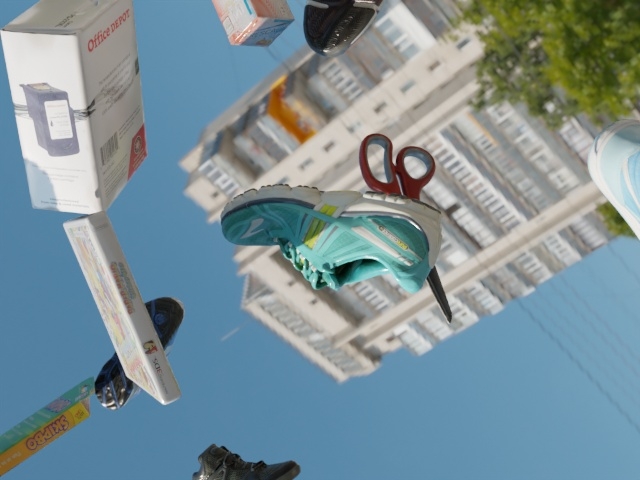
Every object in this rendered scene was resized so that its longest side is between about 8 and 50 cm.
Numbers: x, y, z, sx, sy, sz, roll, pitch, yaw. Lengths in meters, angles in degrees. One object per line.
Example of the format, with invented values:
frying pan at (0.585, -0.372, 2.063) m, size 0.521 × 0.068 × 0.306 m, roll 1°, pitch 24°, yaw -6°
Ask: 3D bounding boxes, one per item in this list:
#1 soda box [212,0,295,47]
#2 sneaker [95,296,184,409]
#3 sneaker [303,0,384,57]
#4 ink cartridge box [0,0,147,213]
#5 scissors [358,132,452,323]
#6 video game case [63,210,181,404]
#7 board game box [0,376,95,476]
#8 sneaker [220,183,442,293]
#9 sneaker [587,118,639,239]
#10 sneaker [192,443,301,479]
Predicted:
soda box at (-0.101, -0.321, 1.145) m, size 0.063 × 0.058 × 0.183 m, roll -8°, pitch -111°, yaw -46°
sneaker at (-0.267, 0.163, 1.464) m, size 0.080 × 0.211 × 0.081 m, roll 44°, pitch -157°, yaw 13°
sneaker at (0.075, -0.357, 1.353) m, size 0.281 × 0.106 × 0.162 m, roll -68°, pitch -23°, yaw -10°
ink cartridge box at (-0.296, -0.177, 1.194) m, size 0.172 × 0.100 × 0.237 m, roll -71°, pitch -16°, yaw -57°
scissors at (0.106, -0.023, 1.232) m, size 0.109 × 0.021 × 0.297 m, roll 10°, pitch -129°, yaw -14°
video game case at (-0.225, 0.069, 1.066) m, size 0.026 × 0.227 × 0.206 m, roll -24°, pitch -82°, yaw -20°
board game box at (-0.436, 0.292, 1.410) m, size 0.039 × 0.259 × 0.124 m, roll 56°, pitch 171°, yaw -11°
sneaker at (0.000, 0.000, 1.072) m, size 0.107 × 0.275 × 0.110 m, roll 28°, pitch -110°, yaw -57°
sneaker at (0.464, -0.006, 1.144) m, size 0.319 × 0.127 × 0.208 m, roll 42°, pitch -175°, yaw -10°
sneaker at (-0.152, 0.441, 1.840) m, size 0.130 × 0.228 × 0.087 m, roll 67°, pitch -157°, yaw 4°
